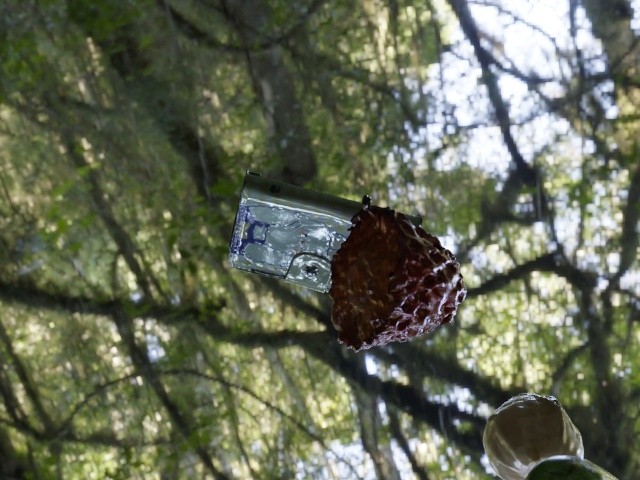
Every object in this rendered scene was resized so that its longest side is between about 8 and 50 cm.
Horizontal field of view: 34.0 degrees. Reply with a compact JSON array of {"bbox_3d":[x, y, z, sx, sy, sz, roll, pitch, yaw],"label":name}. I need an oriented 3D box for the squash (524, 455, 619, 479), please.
[{"bbox_3d":[0.298,0.300,1.147,0.101,0.378,0.101,-11,-113,26],"label":"squash"}]

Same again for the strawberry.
[{"bbox_3d":[0.123,0.063,1.585,0.178,0.234,0.234,12,-153,-26],"label":"strawberry"}]

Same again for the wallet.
[{"bbox_3d":[0.000,0.000,1.818,0.309,0.223,0.077,14,-133,-4],"label":"wallet"}]

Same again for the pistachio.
[{"bbox_3d":[0.339,0.319,1.682,0.157,0.157,0.229,-11,-173,0],"label":"pistachio"}]
